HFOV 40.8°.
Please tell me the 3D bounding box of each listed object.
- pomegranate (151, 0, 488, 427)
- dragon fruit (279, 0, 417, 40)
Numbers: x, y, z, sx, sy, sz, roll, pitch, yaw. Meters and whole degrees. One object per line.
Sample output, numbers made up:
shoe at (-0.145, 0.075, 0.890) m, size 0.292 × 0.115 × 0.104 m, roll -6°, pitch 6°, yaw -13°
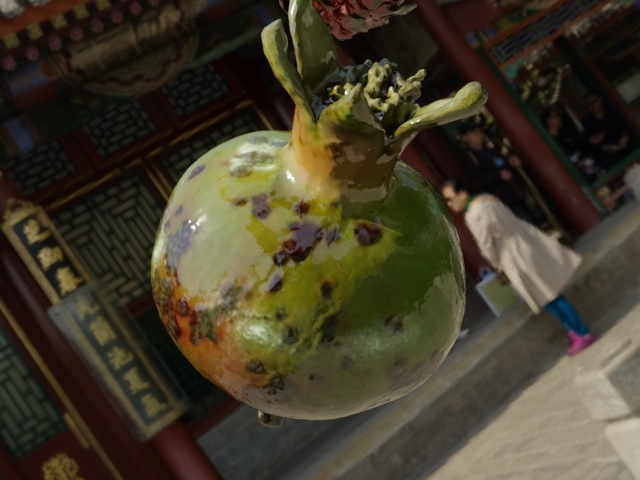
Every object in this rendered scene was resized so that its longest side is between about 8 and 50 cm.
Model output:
pomegranate at (-0.001, 0.001, 0.400) m, size 0.156 × 0.156 × 0.220 m, roll -34°, pitch -19°, yaw -22°
dragon fruit at (0.036, -0.320, 0.958) m, size 0.188 × 0.182 × 0.182 m, roll -27°, pitch 2°, yaw 40°
